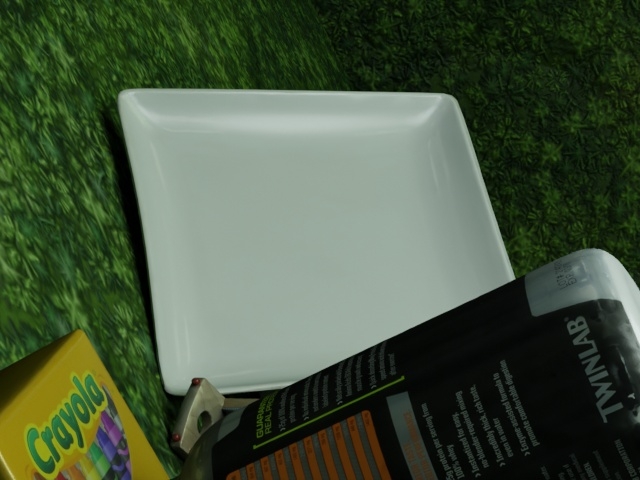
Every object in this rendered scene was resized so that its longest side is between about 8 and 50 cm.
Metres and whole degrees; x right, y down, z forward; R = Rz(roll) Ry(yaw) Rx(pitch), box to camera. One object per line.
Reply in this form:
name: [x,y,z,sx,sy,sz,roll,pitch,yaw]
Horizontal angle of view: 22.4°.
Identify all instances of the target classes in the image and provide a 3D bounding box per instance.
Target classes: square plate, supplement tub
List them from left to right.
square plate: [0.000,0.000,1.486,0.049,0.347,0.344,110,-27,-50]
supplement tub: [0.058,0.151,0.899,0.193,0.316,0.193,59,14,-24]

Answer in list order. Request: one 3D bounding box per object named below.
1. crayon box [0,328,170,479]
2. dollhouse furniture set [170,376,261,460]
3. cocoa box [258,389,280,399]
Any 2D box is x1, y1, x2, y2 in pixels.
crayon box: [-0.142,0.185,0.939,0.318,0.081,0.202,61,12,-9]
dollhouse furniture set: [-0.047,0.217,1.272,0.129,0.129,0.184,51,47,-43]
cocoa box: [0.070,0.116,1.646,0.231,0.228,0.347,47,20,-54]
